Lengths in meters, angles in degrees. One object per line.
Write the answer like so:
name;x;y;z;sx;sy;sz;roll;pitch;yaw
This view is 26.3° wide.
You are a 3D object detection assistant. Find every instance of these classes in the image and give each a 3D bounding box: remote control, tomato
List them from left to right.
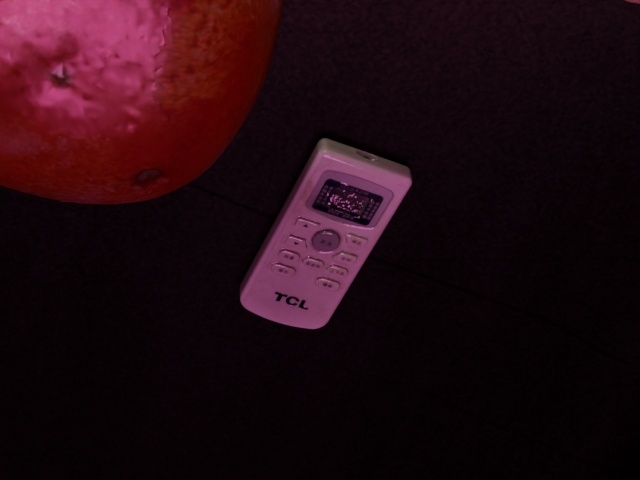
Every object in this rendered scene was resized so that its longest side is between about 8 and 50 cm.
tomato;-0.182;-0.144;0.974;0.338;0.144;0.338;-3;129;-4
remote control;0.000;0.000;1.172;0.087;0.029;0.190;19;126;-17

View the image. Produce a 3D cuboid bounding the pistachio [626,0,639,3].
pistachio;0.286;-0.262;0.875;0.299;0.187;0.187;-26;126;23
